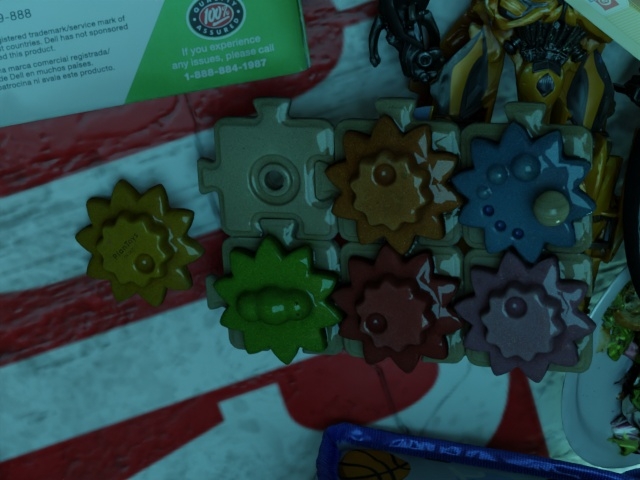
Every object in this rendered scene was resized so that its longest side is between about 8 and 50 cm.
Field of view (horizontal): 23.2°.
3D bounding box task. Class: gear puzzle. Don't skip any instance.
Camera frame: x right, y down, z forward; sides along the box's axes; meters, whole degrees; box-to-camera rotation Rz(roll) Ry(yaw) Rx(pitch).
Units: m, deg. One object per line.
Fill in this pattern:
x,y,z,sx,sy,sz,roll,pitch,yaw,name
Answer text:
0.000,0.000,0.968,0.339,0.044,0.175,3,109,16,gear puzzle

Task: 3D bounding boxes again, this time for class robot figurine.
0.130,-0.085,0.991,0.211,0.085,0.291,4,112,-12,robot figurine

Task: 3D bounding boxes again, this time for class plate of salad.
0.247,0.076,1.065,0.200,0.048,0.199,-20,127,-29,plate of salad

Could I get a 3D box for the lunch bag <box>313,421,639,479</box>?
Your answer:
0.159,0.330,1.092,0.386,0.239,0.327,9,113,-3,lunch bag

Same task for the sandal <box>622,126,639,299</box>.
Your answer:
0.342,-0.126,0.954,0.167,0.107,0.445,34,93,-20,sandal

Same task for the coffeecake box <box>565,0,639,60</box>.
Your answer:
0.205,-0.202,0.897,0.142,0.068,0.185,32,62,-27,coffeecake box

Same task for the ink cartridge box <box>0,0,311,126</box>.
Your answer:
-0.134,-0.227,0.869,0.211,0.121,0.289,-10,114,-5,ink cartridge box
